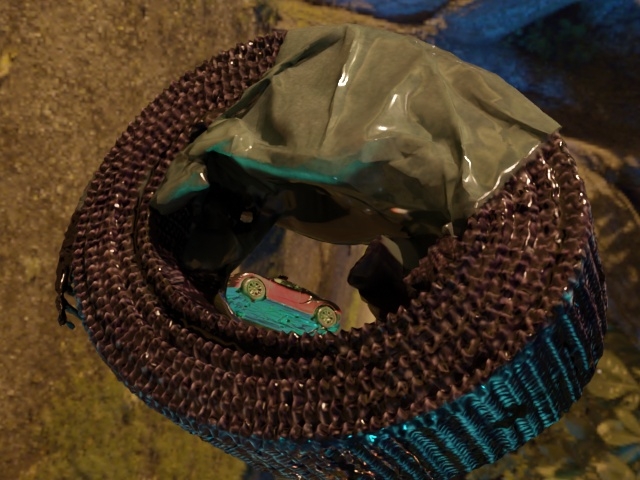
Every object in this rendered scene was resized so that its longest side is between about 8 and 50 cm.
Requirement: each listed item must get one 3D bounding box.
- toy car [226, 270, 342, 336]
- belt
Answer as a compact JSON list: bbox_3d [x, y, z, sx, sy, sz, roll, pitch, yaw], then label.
[{"bbox_3d":[-0.045,0.065,0.825,0.069,0.142,0.055,-37,-144,52],"label":"toy car"},{"bbox_3d":[0.000,0.000,0.466,0.260,0.324,0.122,-59,143,-17],"label":"belt"}]
